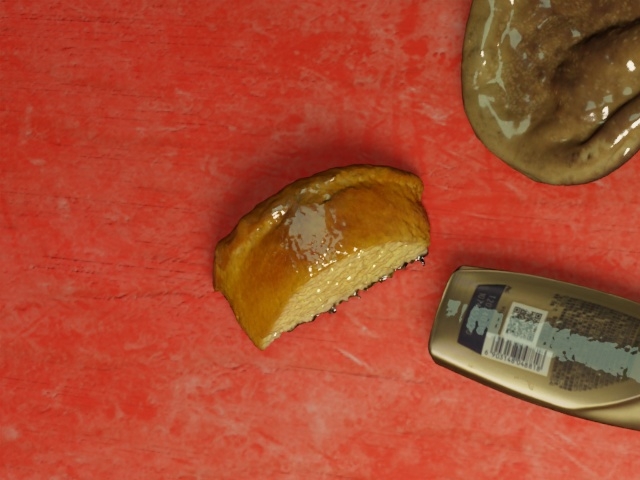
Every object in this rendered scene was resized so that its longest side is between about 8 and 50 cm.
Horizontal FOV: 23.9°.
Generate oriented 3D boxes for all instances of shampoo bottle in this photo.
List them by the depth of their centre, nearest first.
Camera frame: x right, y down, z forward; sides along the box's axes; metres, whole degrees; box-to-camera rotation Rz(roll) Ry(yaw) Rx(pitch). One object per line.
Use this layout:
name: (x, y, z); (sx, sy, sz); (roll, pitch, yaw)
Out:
shampoo bottle: (0.284, 0.117, 1.483); (0.350, 0.084, 0.125); (14, 77, 24)

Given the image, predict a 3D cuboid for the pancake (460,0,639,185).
pancake: (0.260, -0.202, 1.579); (0.294, 0.049, 0.294); (-4, 84, 37)

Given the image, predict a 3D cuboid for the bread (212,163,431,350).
bread: (-0.007, 0.000, 1.607); (0.260, 0.134, 0.129); (-32, 63, 6)
